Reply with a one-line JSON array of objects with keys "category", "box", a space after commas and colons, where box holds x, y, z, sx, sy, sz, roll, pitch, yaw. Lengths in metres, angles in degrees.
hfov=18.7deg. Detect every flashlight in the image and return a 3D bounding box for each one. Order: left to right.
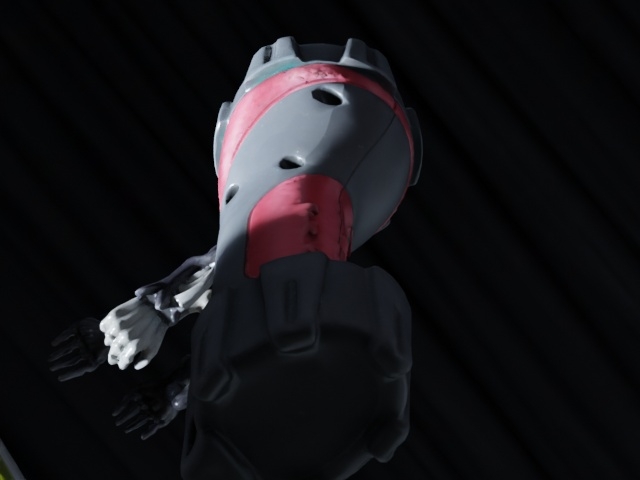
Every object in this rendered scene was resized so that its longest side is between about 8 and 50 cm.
[{"category": "flashlight", "box": [0.000, 0.000, 0.835, 0.103, 0.103, 0.304, 5, 22, -3]}]

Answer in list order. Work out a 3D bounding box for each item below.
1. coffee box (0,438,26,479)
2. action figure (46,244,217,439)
[{"category": "coffee box", "box": [-0.235, 0.141, 0.524, 0.338, 0.334, 0.337, -30, -21, -13]}, {"category": "action figure", "box": [-0.075, 0.080, 1.386, 0.276, 0.164, 0.141, -23, 22, 49]}]
